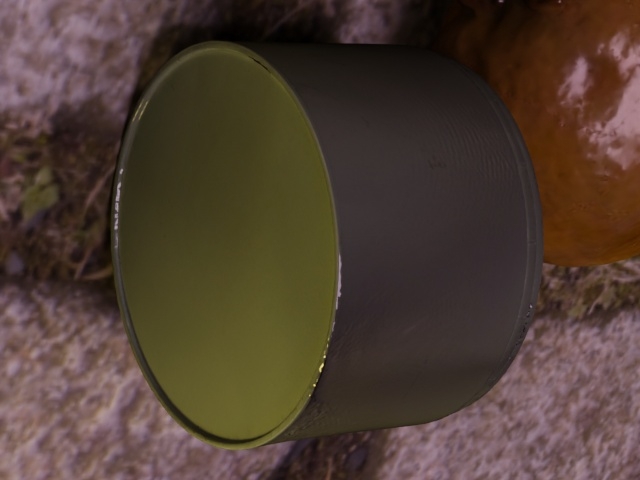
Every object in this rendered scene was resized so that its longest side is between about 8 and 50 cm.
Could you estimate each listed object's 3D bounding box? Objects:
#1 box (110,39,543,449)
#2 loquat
[{"bbox_3d":[0.000,0.000,1.068,0.149,0.226,0.226,-3,118,-37],"label":"box"},{"bbox_3d":[0.176,-0.094,1.173,0.238,0.193,0.238,-16,128,-22],"label":"loquat"}]
